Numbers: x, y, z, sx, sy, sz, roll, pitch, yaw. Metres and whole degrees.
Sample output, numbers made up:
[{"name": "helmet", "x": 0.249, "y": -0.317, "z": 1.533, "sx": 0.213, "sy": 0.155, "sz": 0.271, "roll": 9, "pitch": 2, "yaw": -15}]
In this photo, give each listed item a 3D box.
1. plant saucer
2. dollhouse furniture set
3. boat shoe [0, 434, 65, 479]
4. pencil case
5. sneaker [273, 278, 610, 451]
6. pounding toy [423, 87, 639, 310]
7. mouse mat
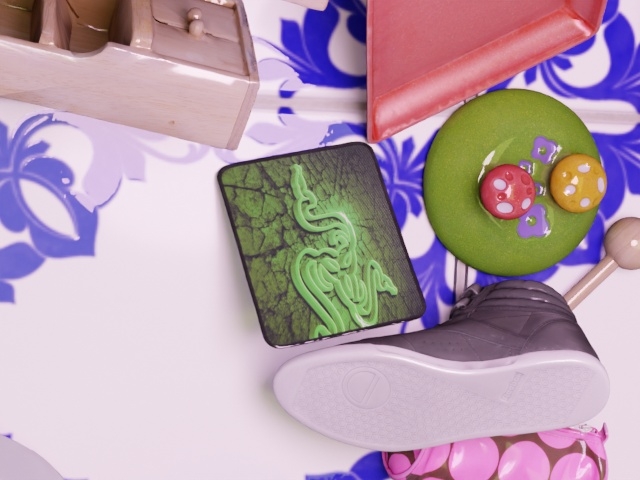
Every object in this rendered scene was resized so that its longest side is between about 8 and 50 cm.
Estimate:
[{"name": "plant saucer", "x": 0.144, "y": -0.216, "z": 1.319, "sx": 0.259, "sy": 0.258, "sz": 0.047, "roll": -26, "pitch": 67, "yaw": -10}, {"name": "dollhouse furniture set", "x": -0.134, "y": -0.299, "z": 1.165, "sx": 0.257, "sy": 0.362, "sz": 0.394, "roll": 12, "pitch": 123, "yaw": -17}, {"name": "boat shoe", "x": -0.311, "y": 0.209, "z": 1.314, "sx": 0.219, "sy": 0.077, "sz": 0.070, "roll": 36, "pitch": 119, "yaw": -21}, {"name": "pencil case", "x": 0.169, "y": 0.201, "z": 1.426, "sx": 0.209, "sy": 0.095, "sz": 0.098, "roll": 11, "pitch": 124, "yaw": -16}, {"name": "sneaker", "x": 0.107, "y": 0.108, "z": 1.367, "sx": 0.296, "sy": 0.147, "sz": 0.104, "roll": -3, "pitch": 118, "yaw": 4}, {"name": "pounding toy", "x": 0.213, "y": -0.030, "z": 1.402, "sx": 0.183, "sy": 0.110, "sz": 0.237, "roll": -39, "pitch": 104, "yaw": -8}, {"name": "mouse mat", "x": 0.000, "y": 0.000, "z": 1.349, "sx": 0.153, "sy": 0.007, "sz": 0.189, "roll": -12, "pitch": 67, "yaw": -14}]
